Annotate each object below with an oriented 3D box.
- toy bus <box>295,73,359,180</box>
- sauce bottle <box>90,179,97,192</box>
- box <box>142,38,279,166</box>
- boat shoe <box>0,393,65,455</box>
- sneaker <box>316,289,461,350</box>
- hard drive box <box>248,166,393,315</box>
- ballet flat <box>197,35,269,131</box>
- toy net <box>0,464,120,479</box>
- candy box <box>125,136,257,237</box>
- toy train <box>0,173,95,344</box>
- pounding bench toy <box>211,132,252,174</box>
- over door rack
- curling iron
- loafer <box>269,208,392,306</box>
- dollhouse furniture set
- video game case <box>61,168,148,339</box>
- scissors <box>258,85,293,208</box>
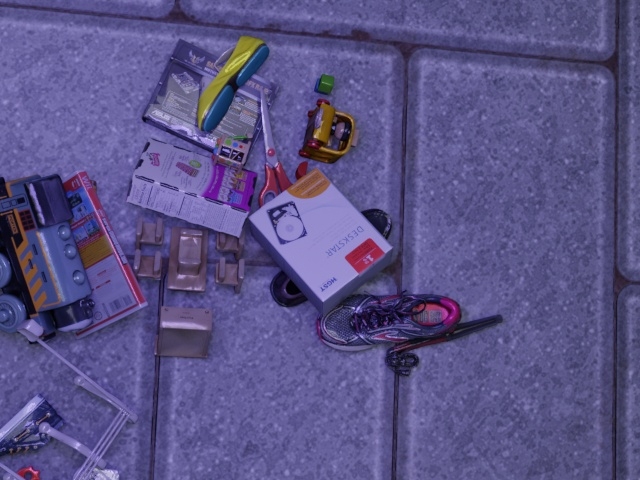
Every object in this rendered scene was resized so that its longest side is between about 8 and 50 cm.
[{"bbox_3d":[0.024,-0.219,1.823,0.104,0.191,0.202,14,39,-10],"label":"toy bus"},{"bbox_3d":[-0.469,-0.056,1.787,0.042,0.042,0.128,1,87,-11],"label":"sauce bottle"},{"bbox_3d":[-0.225,-0.282,1.844,0.231,0.056,0.183,24,81,-9],"label":"box"},{"bbox_3d":[-0.580,0.386,1.714,0.183,0.065,0.083,-45,95,-12],"label":"boat shoe"},{"bbox_3d":[0.139,0.153,1.836,0.299,0.112,0.120,-9,78,-2],"label":"sneaker"},{"bbox_3d":[0.000,0.000,1.765,0.181,0.089,0.232,-38,72,-15],"label":"hard drive box"},{"bbox_3d":[-0.194,-0.320,1.795,0.077,0.077,0.231,32,76,14],"label":"ballet flat"},{"bbox_3d":[-0.507,0.480,1.733,0.232,0.045,0.122,-19,87,-13],"label":"toy net"},{"bbox_3d":[-0.251,-0.106,1.771,0.234,0.159,0.071,19,122,-9],"label":"candy box"},{"bbox_3d":[-0.538,0.030,1.676,0.190,0.142,0.333,-13,97,23],"label":"toy train"},{"bbox_3d":[-0.177,-0.187,1.788,0.065,0.052,0.083,19,65,-8],"label":"pounding bench toy"},{"bbox_3d":[-0.513,0.326,1.640,0.324,0.108,0.239,53,55,-34],"label":"over door rack"},{"bbox_3d":[0.263,0.216,1.903,0.274,0.035,0.068,-23,83,-11],"label":"curling iron"},{"bbox_3d":[0.033,0.037,1.845,0.303,0.095,0.109,-36,92,-12],"label":"loafer"},{"bbox_3d":[-0.268,0.093,1.786,0.212,0.161,0.242,5,62,-10],"label":"dollhouse furniture set"},{"bbox_3d":[-0.461,0.031,1.720,0.025,0.204,0.285,-26,90,-56],"label":"video game case"},{"bbox_3d":[-0.107,-0.160,1.838,0.109,0.021,0.297,-25,106,-13],"label":"scissors"}]
